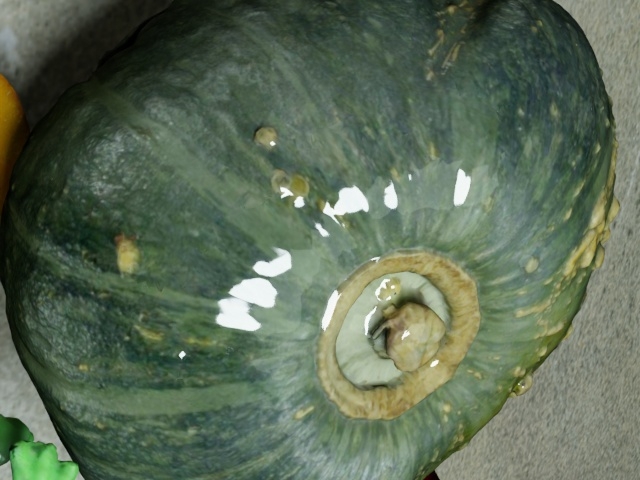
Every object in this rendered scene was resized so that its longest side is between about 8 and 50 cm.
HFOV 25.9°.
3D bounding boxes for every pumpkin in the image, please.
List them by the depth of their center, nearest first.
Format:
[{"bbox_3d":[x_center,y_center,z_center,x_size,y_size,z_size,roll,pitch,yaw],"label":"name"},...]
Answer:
[{"bbox_3d":[0.000,0.000,0.717,0.328,0.257,0.291,-29,128,-17],"label":"pumpkin"}]

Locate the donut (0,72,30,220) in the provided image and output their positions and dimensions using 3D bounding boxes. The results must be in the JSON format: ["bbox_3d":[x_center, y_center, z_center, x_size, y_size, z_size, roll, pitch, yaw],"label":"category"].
[{"bbox_3d":[-0.213,-0.036,0.682,0.152,0.058,0.151,-27,129,-39],"label":"donut"}]

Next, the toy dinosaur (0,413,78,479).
[{"bbox_3d":[-0.281,0.261,0.658,0.500,0.144,0.374,-52,143,2],"label":"toy dinosaur"}]

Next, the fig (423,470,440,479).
[{"bbox_3d":[-0.024,0.219,0.920,0.250,0.204,0.186,-8,130,-44],"label":"fig"}]
